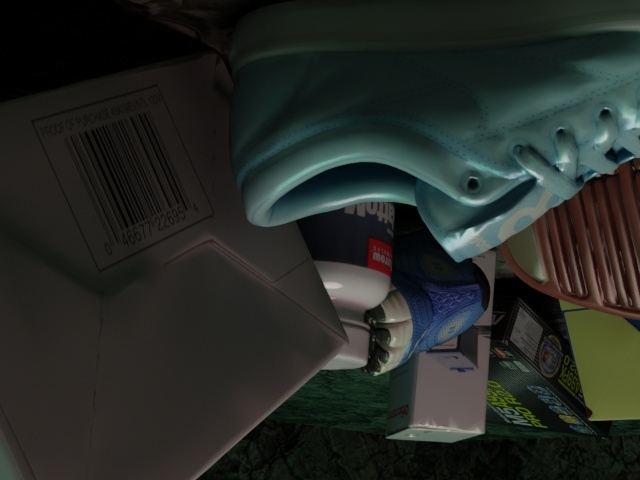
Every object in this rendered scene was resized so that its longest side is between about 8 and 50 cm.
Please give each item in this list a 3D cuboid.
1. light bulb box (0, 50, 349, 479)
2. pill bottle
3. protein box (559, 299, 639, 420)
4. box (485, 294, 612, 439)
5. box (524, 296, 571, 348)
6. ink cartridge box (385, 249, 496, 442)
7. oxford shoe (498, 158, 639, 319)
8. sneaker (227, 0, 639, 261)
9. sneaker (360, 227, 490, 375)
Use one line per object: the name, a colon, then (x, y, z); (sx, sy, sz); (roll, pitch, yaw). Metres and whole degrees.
light bulb box: (-0.234, 0.074, 0.816); (0.361, 0.225, 0.358); (-22, -176, 25)
pill bottle: (0.000, 0.000, 0.995); (0.108, 0.180, 0.108); (3, 168, 1)
protein box: (0.324, 0.042, 1.041); (0.201, 0.135, 0.200); (-17, -176, -43)
box: (0.205, 0.149, 1.640); (0.216, 0.060, 0.270); (2, 151, 41)
box: (0.337, 0.108, 1.649); (0.183, 0.059, 0.233); (13, 165, -30)
ink cartridge box: (0.123, 0.110, 1.420); (0.082, 0.190, 0.139); (5, 167, -8)
oxford shoe: (0.285, -0.033, 0.846); (0.348, 0.123, 0.130); (-5, -151, 16)
sneaker: (0.121, -0.058, 0.774); (0.366, 0.150, 0.135); (-2, 167, 22)
sneaker: (0.070, 0.055, 1.306); (0.147, 0.129, 0.330); (-13, -172, -14)
